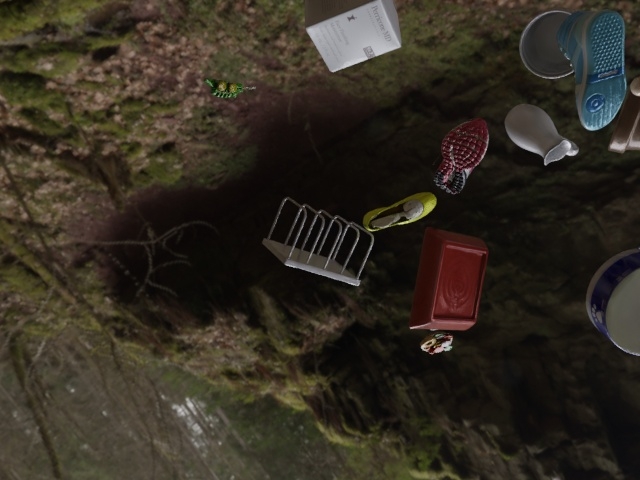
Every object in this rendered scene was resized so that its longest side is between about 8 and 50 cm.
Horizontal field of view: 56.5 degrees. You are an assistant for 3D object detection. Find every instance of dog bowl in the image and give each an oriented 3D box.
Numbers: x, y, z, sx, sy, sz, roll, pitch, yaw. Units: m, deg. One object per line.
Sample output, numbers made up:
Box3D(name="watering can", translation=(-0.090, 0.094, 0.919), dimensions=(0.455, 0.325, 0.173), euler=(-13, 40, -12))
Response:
Box3D(name="dog bowl", translation=(0.836, 0.159, 1.534), dimensions=(0.264, 0.265, 0.104), euler=(-31, -164, 8))

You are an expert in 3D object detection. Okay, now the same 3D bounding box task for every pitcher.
Box3D(name="pitcher", translation=(0.686, -0.329, 1.844), dimensions=(0.177, 0.207, 0.125), euler=(-5, 137, -37))

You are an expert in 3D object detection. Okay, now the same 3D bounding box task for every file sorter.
Box3D(name="file sorter", translation=(0.000, 0.000, 1.863), dimensions=(0.193, 0.277, 0.173), euler=(38, -73, 58))

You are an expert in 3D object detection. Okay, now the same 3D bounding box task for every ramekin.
Box3D(name="ramekin", translation=(0.734, -0.621, 1.848), dimensions=(0.207, 0.207, 0.109), euler=(-23, -164, 41))

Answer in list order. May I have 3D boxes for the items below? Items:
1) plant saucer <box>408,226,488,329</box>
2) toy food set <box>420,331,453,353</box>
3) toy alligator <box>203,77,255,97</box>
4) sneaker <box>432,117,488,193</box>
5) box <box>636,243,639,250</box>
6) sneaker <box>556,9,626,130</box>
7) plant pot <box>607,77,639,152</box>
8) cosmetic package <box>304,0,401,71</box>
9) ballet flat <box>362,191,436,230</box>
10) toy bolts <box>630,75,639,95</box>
Box3D(name="plant saucer", translation=(0.347, 0.109, 1.545), dimensions=(0.259, 0.259, 0.047), euler=(9, -179, -43))
Box3D(name="toy food set", translation=(0.291, 0.255, 1.481), dimensions=(0.082, 0.083, 0.020), euler=(-20, -133, 7))
Box3D(name="toy alligator", translation=(-0.284, -0.471, 1.869), dimensions=(0.189, 0.051, 0.056), euler=(-2, -159, -42))
Box3D(name="sneaker", translation=(0.409, -0.260, 1.724), dimensions=(0.112, 0.120, 0.299), euler=(-55, 171, -24))
Box3D(name="box", translation=(0.767, 0.065, 1.231), dimensions=(0.036, 0.207, 0.114), euler=(-50, 168, 6))
Box3D(name="sneaker", translation=(0.736, -0.480, 1.641), dimensions=(0.127, 0.319, 0.208), euler=(-9, -151, -2))
Box3D(name="plant pot", translation=(1.151, -0.406, 2.050), dimensions=(0.229, 0.263, 0.263), euler=(21, -141, 21))
Box3D(name="cosmetic package", translation=(0.076, -0.524, 1.394), dimensions=(0.183, 0.151, 0.152), euler=(-14, -124, 21))
Box3D(name="ballet flat", translation=(0.237, -0.078, 1.773), dimensions=(0.230, 0.077, 0.077), euler=(-18, -166, 10))
Box3D(name="toy bolts", translation=(1.011, -0.460, 1.745), dimensions=(0.158, 0.218, 0.229), euler=(-19, -146, 20))
